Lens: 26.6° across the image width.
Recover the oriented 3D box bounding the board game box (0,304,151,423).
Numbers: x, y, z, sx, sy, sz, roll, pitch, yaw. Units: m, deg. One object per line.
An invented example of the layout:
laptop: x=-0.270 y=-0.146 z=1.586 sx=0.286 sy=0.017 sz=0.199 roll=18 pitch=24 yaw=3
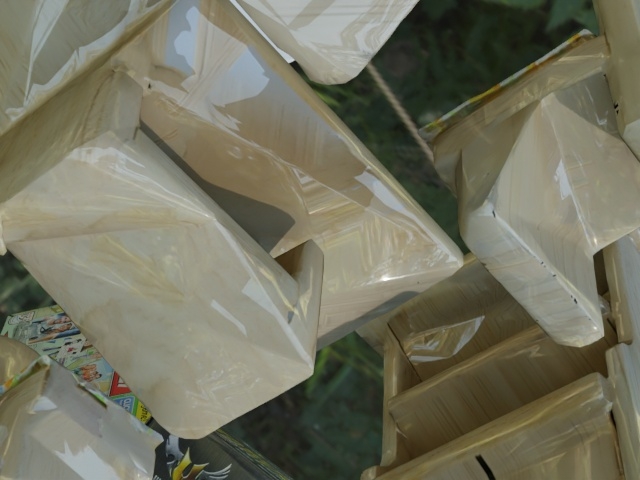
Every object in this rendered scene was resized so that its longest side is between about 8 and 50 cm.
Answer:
board game box: x=-0.241 y=0.144 z=1.383 sx=0.214 sy=0.317 sz=0.046 roll=-13 pitch=114 yaw=4

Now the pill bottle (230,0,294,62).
pill bottle: x=-0.114 y=-0.157 z=1.096 sx=0.121 sy=0.216 sz=0.121 roll=16 pitch=68 yaw=-44

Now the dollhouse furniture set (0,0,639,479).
dollhouse furniture set: x=0.000 y=0.000 z=0.594 sx=0.362 sy=0.256 sz=0.394 roll=-31 pitch=120 yaw=25

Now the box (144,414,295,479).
box: x=-0.004 y=0.198 z=0.855 sx=0.056 sy=0.231 sz=0.183 roll=-53 pitch=164 yaw=-6
